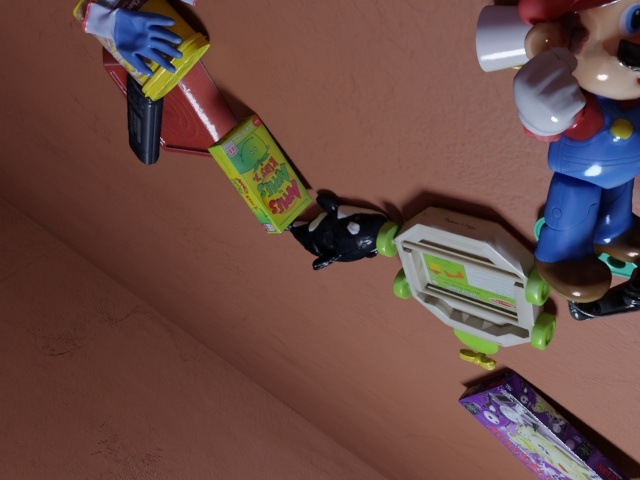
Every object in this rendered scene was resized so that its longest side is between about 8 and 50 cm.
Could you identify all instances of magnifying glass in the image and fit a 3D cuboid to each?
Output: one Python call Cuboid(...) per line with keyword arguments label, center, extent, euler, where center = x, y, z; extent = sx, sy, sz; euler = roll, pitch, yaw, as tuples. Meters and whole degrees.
Cuboid(label="magnifying glass", center=(0.373, 0.028, 0.745), extent=(0.230, 0.026, 0.092), euler=(28, 153, 18))

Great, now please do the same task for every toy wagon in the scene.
Cuboid(label="toy wagon", center=(0.239, 0.088, 0.975), extent=(0.267, 0.068, 0.344), euler=(19, 150, 35))

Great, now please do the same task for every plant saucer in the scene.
Cuboid(label="plant saucer", center=(-0.269, -0.245, 1.104), extent=(0.259, 0.048, 0.258), euler=(13, 145, 41))

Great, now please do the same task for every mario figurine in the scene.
Cuboid(label="mario figurine", center=(0.249, -0.096, 0.491), extent=(0.170, 0.198, 0.321), euler=(1, 125, 23))

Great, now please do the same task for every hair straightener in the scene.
Cuboid(label="hair straightener", center=(0.337, 0.038, 0.609), extent=(0.089, 0.230, 0.047), euler=(-32, 70, 61))

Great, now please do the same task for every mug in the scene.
Cuboid(label="mug", center=(0.193, -0.196, 0.583), extent=(0.064, 0.078, 0.062), euler=(6, 108, 35))

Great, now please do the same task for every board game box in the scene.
Cuboid(label="board game box", center=(0.454, 0.413, 1.213), extent=(0.347, 0.056, 0.208), euler=(43, 160, 8))
Cuboid(label="board game box", center=(-0.099, -0.111, 1.033), extent=(0.043, 0.092, 0.181), euler=(-1, 130, 52))

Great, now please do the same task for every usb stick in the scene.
Cuboid(label="usb stick", center=(-0.318, -0.215, 1.097), extent=(0.077, 0.045, 0.278), euler=(54, 158, 3))

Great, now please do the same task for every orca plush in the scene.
Cuboid(label="orca plush", center=(0.000, 0.000, 1.096), extent=(0.287, 0.102, 0.151), euler=(13, 145, 43))

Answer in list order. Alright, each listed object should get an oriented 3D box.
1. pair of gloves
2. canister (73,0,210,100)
Cuboid(label="pair of gloves", center=(-0.248, -0.334, 0.842), extent=(0.159, 0.023, 0.198), euler=(26, 120, 1))
Cuboid(label="canister", center=(-0.269, -0.315, 0.911), extent=(0.126, 0.073, 0.170), euler=(-38, 103, 28))
